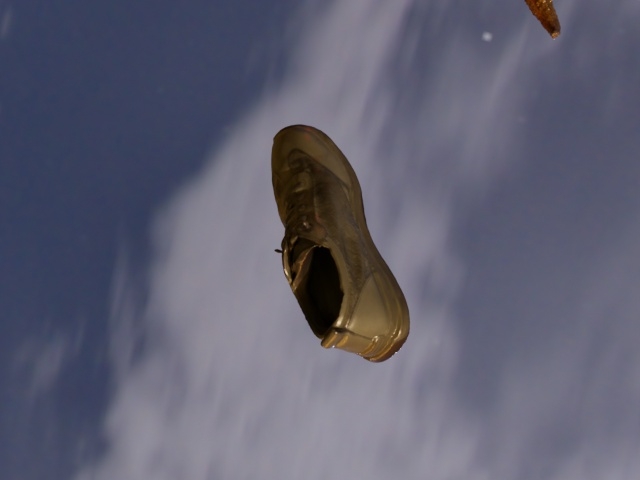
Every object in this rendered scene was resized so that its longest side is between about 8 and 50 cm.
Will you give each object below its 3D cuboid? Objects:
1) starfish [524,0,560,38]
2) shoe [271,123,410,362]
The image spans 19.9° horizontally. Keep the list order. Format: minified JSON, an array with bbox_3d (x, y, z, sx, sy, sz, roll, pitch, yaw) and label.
[{"bbox_3d":[0.155,-0.273,1.436,0.227,0.043,0.240,-132,-155,-74],"label":"starfish"},{"bbox_3d":[0.000,0.000,1.902,0.103,0.098,0.275,-43,-120,34],"label":"shoe"}]
